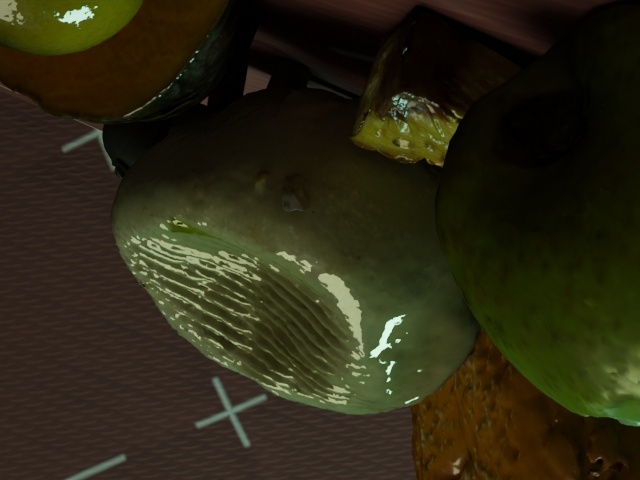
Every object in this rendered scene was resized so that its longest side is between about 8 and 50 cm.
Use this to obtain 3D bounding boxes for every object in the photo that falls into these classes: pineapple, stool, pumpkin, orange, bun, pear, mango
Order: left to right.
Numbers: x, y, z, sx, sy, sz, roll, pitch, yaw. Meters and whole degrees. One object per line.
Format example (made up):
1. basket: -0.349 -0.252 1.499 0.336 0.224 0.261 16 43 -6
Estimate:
1. mango: -0.151 -0.146 0.649 0.137 0.098 0.195 17 -176 -9
2. pumpkin: -0.104 -0.116 0.831 0.278 0.111 0.163 18 -179 43
3. stool: -0.067 -0.075 1.041 0.228 0.139 0.153 22 178 3
4. bun: 0.000 0.000 0.864 0.259 0.160 0.259 27 148 19
5. pineapple: 0.072 -0.081 0.695 0.137 0.069 0.116 9 167 31
6. orange: 0.226 0.134 0.950 0.293 0.341 0.340 -5 -173 -19
7. pear: 0.181 0.019 0.562 0.281 0.176 0.286 23 177 8
